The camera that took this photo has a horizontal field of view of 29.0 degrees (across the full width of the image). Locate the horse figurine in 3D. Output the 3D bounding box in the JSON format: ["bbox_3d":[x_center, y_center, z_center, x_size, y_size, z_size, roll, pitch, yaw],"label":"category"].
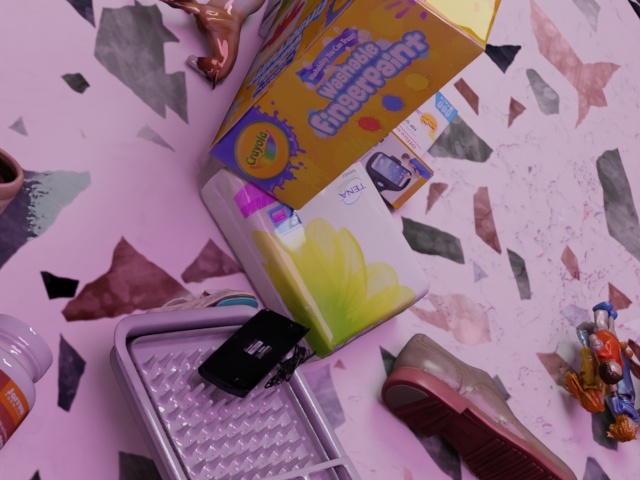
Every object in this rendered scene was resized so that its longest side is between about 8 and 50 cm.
[{"bbox_3d":[-0.150,-0.372,1.859,0.174,0.066,0.263,39,55,-6],"label":"horse figurine"}]

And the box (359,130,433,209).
[{"bbox_3d":[0.099,-0.122,1.899,0.136,0.081,0.028,43,15,-11],"label":"box"}]

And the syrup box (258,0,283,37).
[{"bbox_3d":[-0.011,-0.411,1.951,0.096,0.093,0.237,29,55,-20],"label":"syrup box"}]

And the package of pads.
[{"bbox_3d":[0.000,0.000,1.761,0.229,0.101,0.297,-27,85,-38],"label":"package of pads"}]

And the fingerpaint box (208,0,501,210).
[{"bbox_3d":[0.073,-0.298,1.603,0.163,0.445,0.371,33,53,-14],"label":"fingerpaint box"}]

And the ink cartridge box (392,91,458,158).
[{"bbox_3d":[0.129,-0.180,1.957,0.104,0.061,0.181,45,52,-8],"label":"ink cartridge box"}]

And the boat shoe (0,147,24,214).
[{"bbox_3d":[-0.514,-0.141,1.473,0.341,0.110,0.122,28,55,-21],"label":"boat shoe"}]

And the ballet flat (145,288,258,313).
[{"bbox_3d":[-0.158,0.089,1.645,0.168,0.057,0.052,-15,49,-40],"label":"ballet flat"}]

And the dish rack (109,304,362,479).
[{"bbox_3d":[-0.110,0.239,1.534,0.285,0.072,0.333,-3,57,-48],"label":"dish rack"}]

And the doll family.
[{"bbox_3d":[0.472,0.231,1.980,0.263,0.118,0.163,37,42,-33],"label":"doll family"}]

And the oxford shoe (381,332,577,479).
[{"bbox_3d":[0.253,0.260,1.799,0.348,0.123,0.130,39,47,-14],"label":"oxford shoe"}]

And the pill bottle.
[{"bbox_3d":[-0.399,0.189,1.388,0.121,0.121,0.216,42,52,-11],"label":"pill bottle"}]

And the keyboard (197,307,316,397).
[{"bbox_3d":[-0.076,0.156,1.583,0.100,0.038,0.192,26,31,15],"label":"keyboard"}]
